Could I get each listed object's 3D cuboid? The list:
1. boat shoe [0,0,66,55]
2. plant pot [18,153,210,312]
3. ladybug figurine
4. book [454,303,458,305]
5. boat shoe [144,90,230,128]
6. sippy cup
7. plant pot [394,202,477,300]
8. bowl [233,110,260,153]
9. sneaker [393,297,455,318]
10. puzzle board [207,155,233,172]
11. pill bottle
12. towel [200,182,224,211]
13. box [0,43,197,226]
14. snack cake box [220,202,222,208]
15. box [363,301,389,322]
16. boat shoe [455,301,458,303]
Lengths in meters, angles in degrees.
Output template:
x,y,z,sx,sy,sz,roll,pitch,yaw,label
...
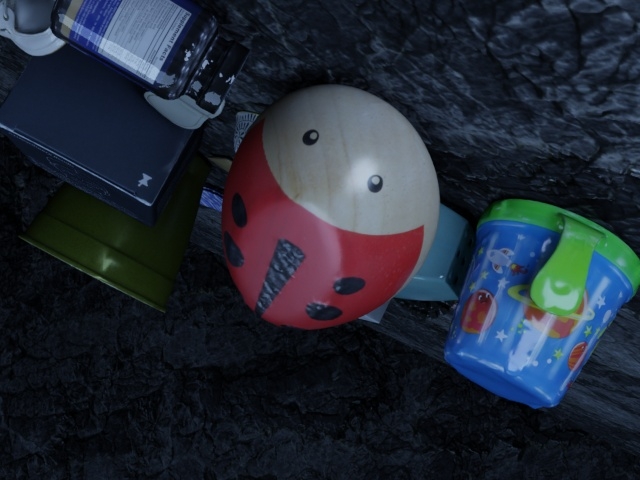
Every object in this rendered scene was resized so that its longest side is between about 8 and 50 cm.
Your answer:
x,y,z,sx,sy,sz,roll,pitch,yaw,label
-0.469,-0.354,1.233,0.277,0.098,0.096,21,170,40,boat shoe
-0.438,-0.075,1.862,0.366,0.353,0.366,26,171,5,plant pot
-0.011,-0.012,1.112,0.305,0.162,0.449,32,142,7,ladybug figurine
0.307,0.141,1.943,0.144,0.035,0.096,19,172,34,book
-0.194,-0.228,1.201,0.095,0.079,0.254,33,167,-20,boat shoe
0.286,0.098,1.104,0.240,0.224,0.305,16,161,43,sippy cup
0.127,0.003,1.320,0.234,0.166,0.165,16,166,29,plant pot
-0.085,-0.140,1.367,0.170,0.080,0.170,26,170,5,bowl
0.109,0.029,1.585,0.343,0.134,0.146,37,-169,3,sneaker
-0.177,-0.151,1.776,0.128,0.011,0.096,33,168,-34,puzzle board
-0.203,-0.248,0.982,0.219,0.123,0.123,29,170,-13,pill bottle
-0.311,-0.114,2.266,0.336,0.040,0.243,22,170,30,towel
-0.395,-0.198,1.518,0.293,0.212,0.395,29,171,-8,box
-0.071,-0.017,1.716,0.264,0.089,0.152,37,178,15,snack cake box
0.114,0.135,2.129,0.091,0.130,0.170,29,170,-17,box
0.274,0.097,1.712,0.060,0.064,0.178,4,166,22,boat shoe
